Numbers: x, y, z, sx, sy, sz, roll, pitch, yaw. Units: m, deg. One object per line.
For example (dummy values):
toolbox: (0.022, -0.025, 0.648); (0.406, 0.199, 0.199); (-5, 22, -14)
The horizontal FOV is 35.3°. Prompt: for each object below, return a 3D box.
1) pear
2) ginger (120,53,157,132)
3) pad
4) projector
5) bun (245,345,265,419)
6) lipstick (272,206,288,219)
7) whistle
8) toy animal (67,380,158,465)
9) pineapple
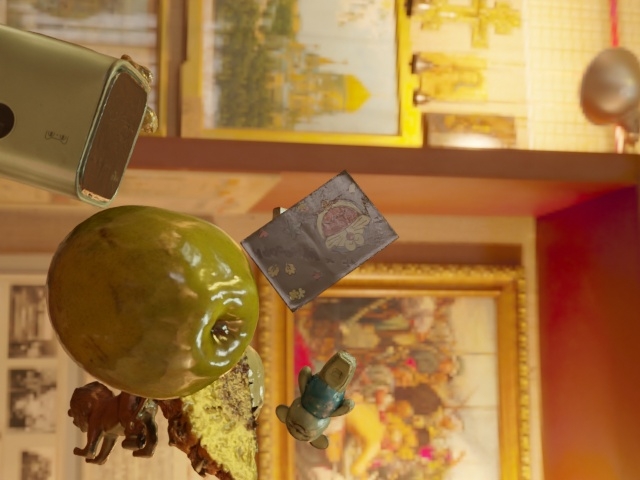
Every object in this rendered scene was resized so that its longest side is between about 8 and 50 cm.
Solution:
pear: (-0.229, 0.074, 1.327); (0.307, 0.253, 0.252); (26, -57, 31)
ginger: (-0.421, -0.336, 2.274); (0.214, 0.133, 0.059); (47, -38, 14)
pad: (0.000, 0.000, 1.840); (0.170, 0.246, 0.006); (53, -12, 11)
projector: (-0.465, -0.212, 1.735); (0.248, 0.249, 0.248); (47, 60, -84)
bun: (-0.168, 0.311, 2.006); (0.222, 0.128, 0.222); (-59, 165, -25)
lipstick: (-0.049, -0.043, 2.049); (0.025, 0.107, 0.025); (-7, -108, 49)
whistle: (-0.001, 0.268, 1.687); (0.077, 0.114, 0.235); (-43, 167, -47)
toy animal: (-0.367, 0.312, 1.788); (0.312, 0.097, 0.157); (-20, -119, 43)
pineapple: (-0.207, 0.258, 1.605); (0.158, 0.161, 0.334); (-39, -132, 44)
